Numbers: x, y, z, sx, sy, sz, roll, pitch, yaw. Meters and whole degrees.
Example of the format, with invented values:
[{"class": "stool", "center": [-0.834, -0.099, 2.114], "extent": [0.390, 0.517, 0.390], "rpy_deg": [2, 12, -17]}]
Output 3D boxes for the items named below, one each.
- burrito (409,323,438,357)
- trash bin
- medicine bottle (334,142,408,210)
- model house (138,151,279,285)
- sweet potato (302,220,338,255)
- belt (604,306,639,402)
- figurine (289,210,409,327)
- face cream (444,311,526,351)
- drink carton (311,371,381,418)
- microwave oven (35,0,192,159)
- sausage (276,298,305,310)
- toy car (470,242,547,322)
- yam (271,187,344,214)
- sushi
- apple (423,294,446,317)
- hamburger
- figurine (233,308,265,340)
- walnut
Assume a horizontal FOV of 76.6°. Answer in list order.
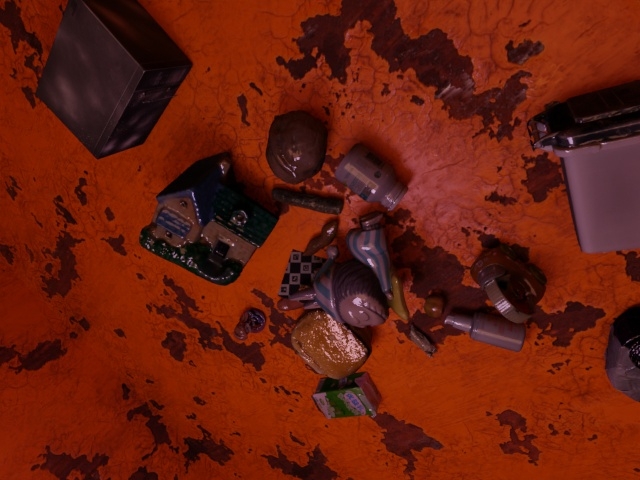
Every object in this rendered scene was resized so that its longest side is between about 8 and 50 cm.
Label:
[{"class": "burrito", "center": [0.383, 0.383, 1.538], "extent": [0.149, 0.041, 0.055], "rpy_deg": [44, 112, 1]}, {"class": "trash bin", "center": [0.690, -0.164, 0.995], "extent": [0.295, 0.256, 0.368], "rpy_deg": [-10, 121, 26]}, {"class": "medicine bottle", "center": [0.162, -0.191, 1.264], "extent": [0.215, 0.135, 0.135], "rpy_deg": [37, 125, 2]}, {"class": "model house", "center": [-0.368, -0.087, 1.448], "extent": [0.382, 0.335, 0.343], "rpy_deg": [33, 127, -9]}, {"class": "sweet potato", "center": [0.003, 0.002, 1.491], "extent": [0.065, 0.051, 0.218], "rpy_deg": [39, 126, -5]}, {"class": "belt", "center": [0.958, 0.350, 1.192], "extent": [0.184, 0.164, 0.289], "rpy_deg": [1, 120, 17]}, {"class": "figurine", "center": [0.068, 0.128, 1.348], "extent": [0.377, 0.266, 0.362], "rpy_deg": [-16, 98, 0]}, {"class": "face cream", "center": [0.553, 0.296, 1.379], "extent": [0.251, 0.101, 0.101], "rpy_deg": [13, 121, 17]}, {"class": "drink carton", "center": [0.113, 0.689, 1.783], "extent": [0.271, 0.108, 0.161], "rpy_deg": [-20, 107, 32]}, {"class": "microwave oven", "center": [-0.718, -0.559, 1.390], "extent": [0.432, 0.236, 0.374], "rpy_deg": [-37, 98, 34]}, {"class": "sausage", "center": [-0.056, 0.223, 1.623], "extent": [0.304, 0.078, 0.078], "rpy_deg": [-29, 102, 33]}, {"class": "toy car", "center": [0.563, 0.144, 1.220], "extent": [0.235, 0.235, 0.145], "rpy_deg": [38, 125, 1]}, {"class": "yam", "center": [-0.050, -0.141, 1.434], "extent": [0.273, 0.061, 0.061], "rpy_deg": [14, 121, 18]}, {"class": "sushi", "center": [-0.015, 0.156, 1.521], "extent": [0.279, 0.043, 0.193], "rpy_deg": [16, 83, 15]}, {"class": "apple", "center": [0.400, 0.230, 1.423], "extent": [0.071, 0.084, 0.084], "rpy_deg": [14, 122, 26]}, {"class": "hamburger", "center": [0.051, 0.391, 1.607], "extent": [0.304, 0.174, 0.284], "rpy_deg": [47, 123, -6]}, {"class": "figurine", "center": [-0.328, 0.378, 1.795], "extent": [0.114, 0.157, 0.126], "rpy_deg": [22, 131, 37]}, {"class": "walnut", "center": [-0.074, -0.289, 1.264], "extent": [0.224, 0.224, 0.224], "rpy_deg": [11, 120, 18]}]
